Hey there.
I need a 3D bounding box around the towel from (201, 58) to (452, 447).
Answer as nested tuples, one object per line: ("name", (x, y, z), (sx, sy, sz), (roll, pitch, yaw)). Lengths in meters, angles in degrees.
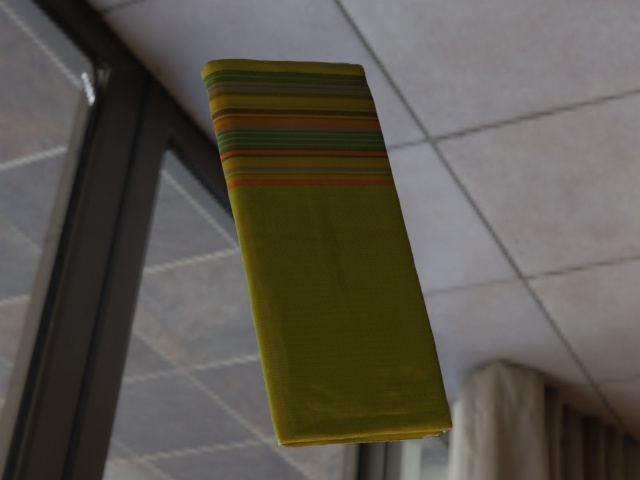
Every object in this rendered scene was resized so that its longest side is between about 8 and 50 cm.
("towel", (0.000, 0.000, 0.709), (0.102, 0.237, 0.021), (-1, 152, -22))
